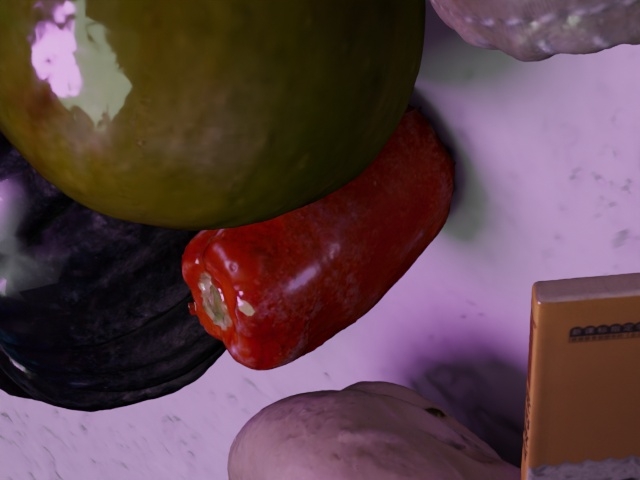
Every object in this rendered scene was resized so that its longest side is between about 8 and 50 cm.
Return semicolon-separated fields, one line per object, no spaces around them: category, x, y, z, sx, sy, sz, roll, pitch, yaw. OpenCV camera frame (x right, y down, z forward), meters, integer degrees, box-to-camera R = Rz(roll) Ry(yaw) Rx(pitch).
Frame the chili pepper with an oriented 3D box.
chili pepper;0.000;0.000;0.764;0.073;0.123;0.070;-9;117;55

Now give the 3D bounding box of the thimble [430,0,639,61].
thimble;0.068;-0.101;0.594;0.110;0.084;0.062;13;133;46

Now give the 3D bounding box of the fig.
fig;-0.042;-0.104;0.670;0.181;0.181;0.191;38;123;25

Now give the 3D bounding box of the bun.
bun;0.060;0.149;0.849;0.210;0.116;0.237;40;165;30

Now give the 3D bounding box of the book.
book;0.130;0.071;0.684;0.172;0.118;0.012;86;177;-46

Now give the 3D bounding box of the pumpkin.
pumpkin;-0.121;-0.024;0.875;0.220;0.162;0.220;39;159;18
